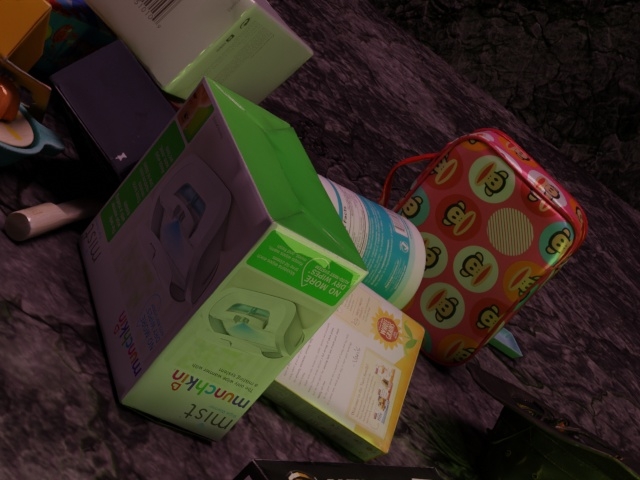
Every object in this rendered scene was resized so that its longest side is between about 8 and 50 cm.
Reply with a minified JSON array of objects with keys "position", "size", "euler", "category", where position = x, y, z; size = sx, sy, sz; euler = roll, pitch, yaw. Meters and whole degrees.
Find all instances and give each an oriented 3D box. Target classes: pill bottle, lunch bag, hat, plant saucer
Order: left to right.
[{"position":[0.000,0.000,1.734],"size":[0.264,0.146,0.146],"euler":[24,25,-43],"category":"pill bottle"},{"position":[0.186,-0.003,1.898],"size":[0.258,0.293,0.120],"euler":[45,22,6],"category":"lunch bag"},{"position":[0.232,0.121,2.153],"size":[0.192,0.018,0.067],"euler":[33,20,-25],"category":"plant saucer"},{"position":[0.285,0.285,1.688],"size":[0.331,0.134,0.331],"euler":[33,1,-1],"category":"hat"}]

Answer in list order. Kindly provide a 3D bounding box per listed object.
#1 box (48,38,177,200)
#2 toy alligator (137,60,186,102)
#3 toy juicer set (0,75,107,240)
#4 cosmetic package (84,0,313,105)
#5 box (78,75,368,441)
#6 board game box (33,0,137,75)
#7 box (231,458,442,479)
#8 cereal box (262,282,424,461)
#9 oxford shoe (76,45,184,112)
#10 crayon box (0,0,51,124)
[{"position":[-0.205,-0.102,1.515],"size":[0.156,0.093,0.158],"euler":[52,-15,28],"category":"box"},{"position":[-0.224,-0.229,1.950],"size":[0.190,0.051,0.056],"euler":[29,21,-35],"category":"toy alligator"},{"position":[-0.339,-0.112,1.374],"size":[0.329,0.089,0.209],"euler":[38,18,-14],"category":"toy juicer set"},{"position":[-0.160,-0.289,1.774],"size":[0.217,0.156,0.385],"euler":[48,5,9],"category":"cosmetic package"},{"position":[-0.102,0.016,1.341],"size":[0.127,0.231,0.262],"euler":[29,22,-34],"category":"box"},{"position":[-0.414,-0.347,1.770],"size":[0.302,0.086,0.308],"euler":[18,30,-53],"category":"board game box"},{"position":[0.075,0.320,1.260],"size":[0.257,0.079,0.322],"euler":[50,19,30],"category":"box"},{"position":[-0.007,0.105,1.508],"size":[0.240,0.047,0.173],"euler":[36,52,-19],"category":"cereal box"},{"position":[-0.164,-0.102,1.673],"size":[0.348,0.123,0.130],"euler":[53,16,28],"category":"oxford shoe"},{"position":[-0.395,-0.259,1.462],"size":[0.318,0.081,0.202],"euler":[39,-14,-8],"category":"crayon box"}]
